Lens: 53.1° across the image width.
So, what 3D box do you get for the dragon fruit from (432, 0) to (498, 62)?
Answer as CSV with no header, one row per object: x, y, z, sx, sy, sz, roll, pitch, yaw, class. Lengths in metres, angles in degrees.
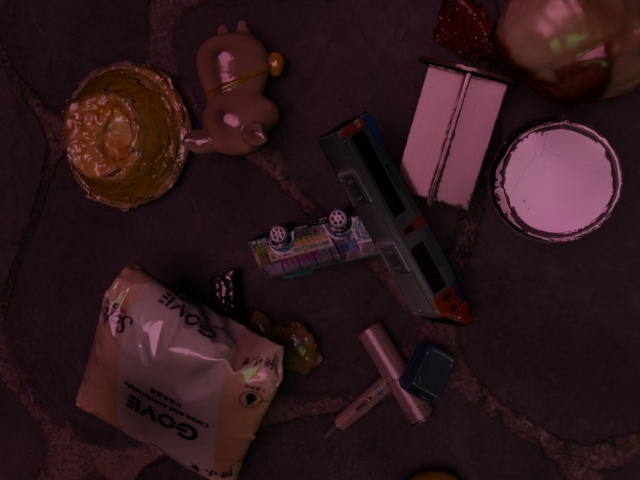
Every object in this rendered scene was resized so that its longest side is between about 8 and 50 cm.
0.264,-0.367,1.090,0.131,0.063,0.097,36,140,16,dragon fruit

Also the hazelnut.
0.385,-0.334,0.971,0.261,0.241,0.261,-2,103,-10,hazelnut

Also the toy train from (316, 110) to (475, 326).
0.129,-0.013,1.071,0.089,0.086,0.409,-35,104,-23,toy train

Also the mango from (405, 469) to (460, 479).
0.182,0.502,1.172,0.122,0.085,0.191,20,91,26,mango

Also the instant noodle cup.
0.363,-0.092,0.993,0.217,0.207,0.217,2,97,18,instant noodle cup

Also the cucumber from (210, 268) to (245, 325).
-0.174,0.179,1.267,0.067,0.067,0.245,-6,94,18,cucumber

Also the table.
0.213,-0.171,1.063,0.167,0.167,0.227,18,104,16,table

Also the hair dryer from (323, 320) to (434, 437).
0.074,0.283,1.209,0.220,0.053,0.195,-33,83,25,hair dryer

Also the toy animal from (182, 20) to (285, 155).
-0.153,-0.280,1.184,0.165,0.149,0.248,-8,80,33,toy animal

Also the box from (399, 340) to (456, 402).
0.192,0.231,1.130,0.074,0.054,0.099,29,74,-2,box

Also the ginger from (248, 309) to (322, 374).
-0.068,0.186,1.229,0.165,0.067,0.096,36,126,12,ginger

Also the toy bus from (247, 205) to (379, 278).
0.000,0.000,1.184,0.261,0.091,0.109,-13,97,20,toy bus

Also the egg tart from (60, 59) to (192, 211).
-0.408,-0.214,1.280,0.315,0.120,0.315,2,96,17,egg tart

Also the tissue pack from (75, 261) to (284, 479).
-0.264,0.258,1.212,0.375,0.195,0.390,28,124,11,tissue pack
